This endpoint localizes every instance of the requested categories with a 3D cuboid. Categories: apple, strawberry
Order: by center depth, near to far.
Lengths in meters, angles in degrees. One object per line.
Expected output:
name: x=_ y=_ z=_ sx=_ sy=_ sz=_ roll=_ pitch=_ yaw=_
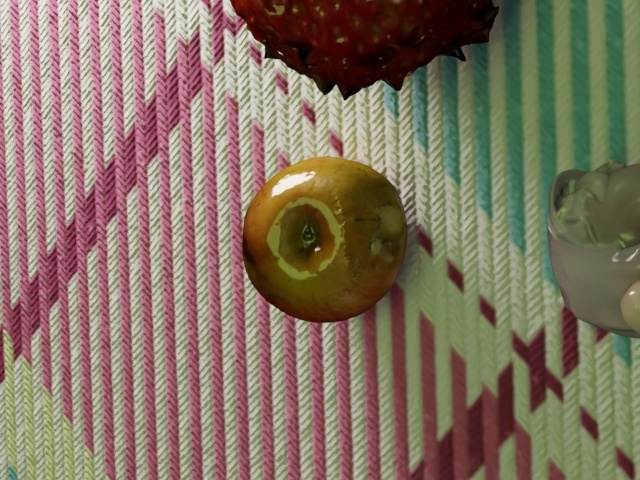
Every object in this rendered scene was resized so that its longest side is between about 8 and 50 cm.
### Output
strawberry: x=0.018 y=-0.273 z=1.020 sx=0.250 sy=0.238 sz=0.288 roll=9 pitch=122 yaw=24
apple: x=0.000 y=0.000 z=1.118 sx=0.146 sy=0.146 sz=0.146 roll=2 pitch=93 yaw=35

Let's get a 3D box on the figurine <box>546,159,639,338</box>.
figurine: x=0.279 y=0.009 z=0.916 sx=0.276 sy=0.200 sz=0.133 roll=4 pitch=134 yaw=40
